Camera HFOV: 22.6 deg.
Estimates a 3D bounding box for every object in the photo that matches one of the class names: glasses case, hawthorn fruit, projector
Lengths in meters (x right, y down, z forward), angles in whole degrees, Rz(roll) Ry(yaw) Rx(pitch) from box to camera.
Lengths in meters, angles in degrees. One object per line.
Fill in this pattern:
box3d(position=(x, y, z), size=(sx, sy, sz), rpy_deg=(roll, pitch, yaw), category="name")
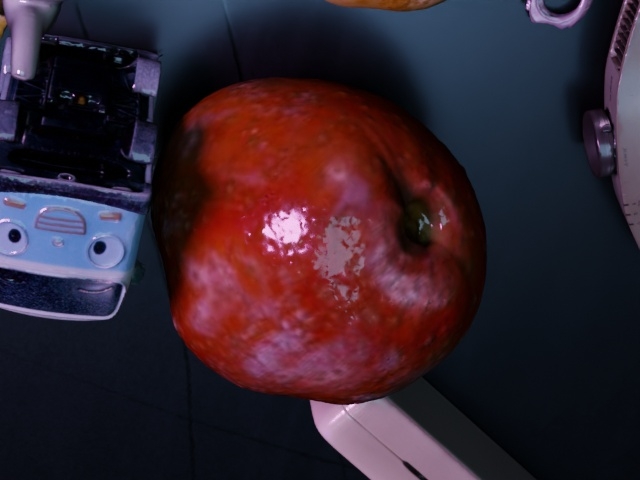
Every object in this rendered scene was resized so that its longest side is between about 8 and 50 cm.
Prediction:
box3d(position=(0.119, 0.214, 1.484), size=(0.070, 0.131, 0.313), rpy_deg=(-42, 112, 14), category="glasses case")
box3d(position=(0.000, 0.000, 1.308), size=(0.284, 0.284, 0.284), rpy_deg=(-2, 115, -5), category="hawthorn fruit")
box3d(position=(0.328, -0.099, 1.385), size=(0.194, 0.088, 0.269), rpy_deg=(-9, 115, -1), category="projector")

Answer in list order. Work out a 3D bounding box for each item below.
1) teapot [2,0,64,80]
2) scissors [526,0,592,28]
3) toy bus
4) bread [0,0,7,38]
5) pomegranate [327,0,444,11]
box3d(position=(-0.209, -0.278, 1.217), size=(0.193, 0.129, 0.294), rpy_deg=(7, 107, -12), category="teapot")
box3d(position=(0.241, -0.260, 1.343), size=(0.189, 0.015, 0.100), rpy_deg=(-36, 111, 9), category="scissors")
box3d(position=(-0.200, -0.045, 1.257), size=(0.133, 0.271, 0.164), rpy_deg=(9, 117, -9), category="toy bus")
box3d(position=(-0.343, -0.118, 1.328), size=(0.088, 0.049, 0.226), rpy_deg=(28, 109, -17), category="bread")
box3d(position=(0.049, -0.274, 1.228), size=(0.196, 0.196, 0.196), rpy_deg=(-2, 115, -5), category="pomegranate")
